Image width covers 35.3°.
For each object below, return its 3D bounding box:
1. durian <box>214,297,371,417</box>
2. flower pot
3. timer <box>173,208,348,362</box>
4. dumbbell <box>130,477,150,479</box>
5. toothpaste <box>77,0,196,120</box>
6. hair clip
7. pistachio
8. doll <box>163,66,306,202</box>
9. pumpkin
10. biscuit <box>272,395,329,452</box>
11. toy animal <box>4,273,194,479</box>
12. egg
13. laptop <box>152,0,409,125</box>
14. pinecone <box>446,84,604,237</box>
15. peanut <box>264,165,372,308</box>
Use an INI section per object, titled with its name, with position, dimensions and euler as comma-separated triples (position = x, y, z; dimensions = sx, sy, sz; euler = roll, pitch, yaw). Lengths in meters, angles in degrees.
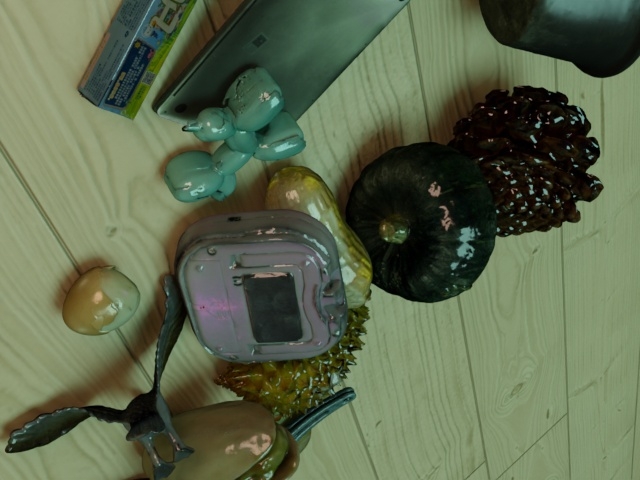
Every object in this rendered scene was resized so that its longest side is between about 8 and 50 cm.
[durian]
position = -0.006, 0.138, 1.358
dimensions = 0.249, 0.138, 0.183
euler = -54, 136, -6
[flower pot]
position = 0.288, -0.315, 1.232
dimensions = 0.148, 0.235, 0.235
euler = -6, 128, -20
[timer]
position = -0.069, 0.060, 1.184
dimensions = 0.191, 0.069, 0.208
euler = -5, 127, 8
[dumbbell]
position = -0.244, 0.442, 1.353
dimensions = 0.124, 0.140, 0.225
euler = 3, 122, -26
[toothpaste]
position = -0.155, -0.209, 0.965
dimensions = 0.070, 0.044, 0.193
euler = 16, 109, -51
[hair clip]
position = -0.055, 0.306, 1.460
dimensions = 0.275, 0.083, 0.048
euler = -48, 141, -13
[pistachio]
position = -0.134, 0.275, 1.293
dimensions = 0.215, 0.144, 0.144
euler = -16, 151, 22
[doll]
position = -0.097, -0.099, 1.084
dimensions = 0.158, 0.059, 0.159
euler = -28, 154, -6
[pumpkin]
position = 0.124, -0.021, 1.286
dimensions = 0.152, 0.211, 0.211
euler = 4, 118, -39
[biscuit]
position = -0.082, 0.279, 1.479
dimensions = 0.234, 0.030, 0.153
euler = 9, 112, -50
[toy animal]
position = -0.218, 0.211, 1.194
dimensions = 0.272, 0.160, 0.197
euler = -35, 143, -9
[egg]
position = -0.240, 0.068, 1.093
dimensions = 0.083, 0.071, 0.071
euler = -44, 143, -4
[laptop]
position = -0.031, -0.203, 1.062
dimensions = 0.269, 0.015, 0.188
euler = -44, 148, 22
[pinecone]
position = 0.277, -0.117, 1.382
dimensions = 0.221, 0.221, 0.221
euler = -28, 138, -28
[peanut]
position = 0.000, 0.000, 1.232
dimensions = 0.087, 0.087, 0.206
euler = -39, 116, -16
